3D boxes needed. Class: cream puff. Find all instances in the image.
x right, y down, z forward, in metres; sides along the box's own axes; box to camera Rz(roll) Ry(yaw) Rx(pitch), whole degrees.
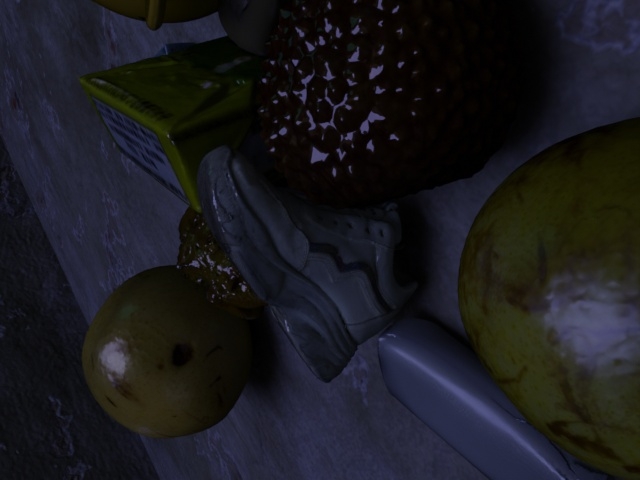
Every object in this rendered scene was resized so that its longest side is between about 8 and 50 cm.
[{"bbox_3d":[-0.153,0.016,1.025,0.244,0.196,0.243,-33,48,47],"label":"cream puff"}]

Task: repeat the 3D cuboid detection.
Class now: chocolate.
[{"bbox_3d":[-0.140,-0.184,0.820,0.301,0.289,0.136,33,140,42],"label":"chocolate"}]

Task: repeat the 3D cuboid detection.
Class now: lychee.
[{"bbox_3d":[0.062,-0.165,0.574,0.268,0.268,0.267,26,124,46],"label":"lychee"}]

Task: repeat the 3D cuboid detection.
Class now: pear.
[{"bbox_3d":[-0.299,0.222,1.162,0.348,0.349,0.347,26,124,46],"label":"pear"},{"bbox_3d":[0.249,0.036,0.419,0.284,0.284,0.283,26,124,46],"label":"pear"}]

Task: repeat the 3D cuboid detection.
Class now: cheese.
[{"bbox_3d":[-0.057,-0.319,0.732,0.091,0.202,0.175,33,129,4],"label":"cheese"}]

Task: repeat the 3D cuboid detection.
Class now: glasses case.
[{"bbox_3d":[0.201,0.217,0.705,0.308,0.083,0.128,36,137,40],"label":"glasses case"}]

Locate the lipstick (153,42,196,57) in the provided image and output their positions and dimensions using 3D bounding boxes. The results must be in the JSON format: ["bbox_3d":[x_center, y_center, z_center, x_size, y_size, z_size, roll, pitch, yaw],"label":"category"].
[{"bbox_3d":[-0.344,-0.324,1.212,0.317,0.068,0.066,-11,96,55],"label":"lipstick"}]

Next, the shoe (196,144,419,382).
[{"bbox_3d":[0.000,0.000,0.715,0.341,0.211,0.132,58,171,-29],"label":"shoe"}]

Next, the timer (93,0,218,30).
[{"bbox_3d":[-0.209,-0.454,0.711,0.387,0.377,0.375,-134,37,-66],"label":"timer"}]

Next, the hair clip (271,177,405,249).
[{"bbox_3d":[-0.029,-0.024,0.867,0.282,0.113,0.172,26,125,-1],"label":"hair clip"}]
